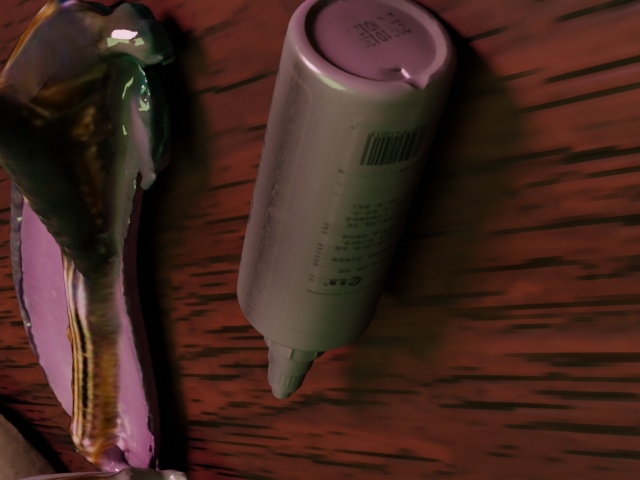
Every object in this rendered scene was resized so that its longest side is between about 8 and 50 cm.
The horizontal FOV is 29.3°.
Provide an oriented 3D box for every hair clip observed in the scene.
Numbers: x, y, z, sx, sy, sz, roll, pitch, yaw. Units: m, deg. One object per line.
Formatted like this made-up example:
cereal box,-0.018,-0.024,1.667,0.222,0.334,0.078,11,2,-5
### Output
hair clip,-0.127,0.018,0.639,0.110,0.095,0.358,12,143,4

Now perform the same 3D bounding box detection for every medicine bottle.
medicine bottle,0.000,0.000,0.462,0.058,0.058,0.199,42,143,23

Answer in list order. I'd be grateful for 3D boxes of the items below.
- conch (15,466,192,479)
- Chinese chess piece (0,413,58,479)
conch,-0.173,0.290,0.711,0.249,0.368,0.197,30,172,-29
Chinese chess piece,-0.272,0.217,0.897,0.250,0.101,0.250,24,134,27
